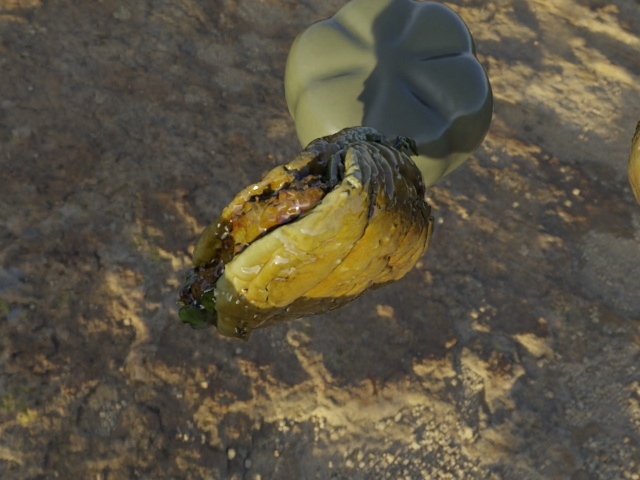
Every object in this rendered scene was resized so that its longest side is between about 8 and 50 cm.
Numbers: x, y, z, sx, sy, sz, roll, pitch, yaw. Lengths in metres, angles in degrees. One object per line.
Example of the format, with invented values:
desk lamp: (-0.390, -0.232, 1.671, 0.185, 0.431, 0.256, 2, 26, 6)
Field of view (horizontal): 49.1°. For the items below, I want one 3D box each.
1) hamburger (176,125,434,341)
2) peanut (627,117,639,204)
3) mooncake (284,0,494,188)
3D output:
hamburger: (0.000, 0.000, 0.538, 0.130, 0.183, 0.206, 50, 30, 2)
peanut: (0.188, -0.053, 0.258, 0.101, 0.263, 0.117, 8, 73, 10)
mooncake: (0.086, -0.193, 0.894, 0.274, 0.135, 0.275, -1, 69, 3)
